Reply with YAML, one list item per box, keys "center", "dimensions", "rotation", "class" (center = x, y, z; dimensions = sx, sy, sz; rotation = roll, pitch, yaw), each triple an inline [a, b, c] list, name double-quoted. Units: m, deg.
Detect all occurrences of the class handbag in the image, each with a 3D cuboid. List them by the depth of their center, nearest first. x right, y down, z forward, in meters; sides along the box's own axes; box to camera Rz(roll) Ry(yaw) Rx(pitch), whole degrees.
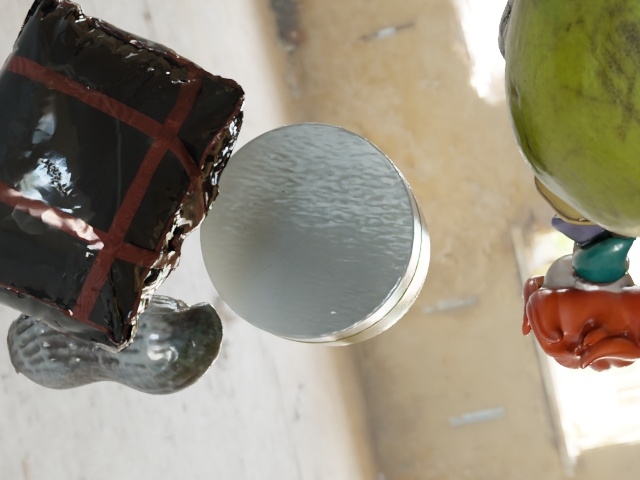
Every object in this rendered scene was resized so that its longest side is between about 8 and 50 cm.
- center: [-0.160, -0.041, 0.928]
  dimensions: [0.215, 0.169, 0.155]
  rotation: [-63, -178, -6]
  class: "handbag"

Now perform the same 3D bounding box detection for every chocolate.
- center: [-0.217, 0.111, 1.424]
  dimensions: [0.110, 0.248, 0.110]
  rotation: [-3, 90, -65]
  class: "chocolate"

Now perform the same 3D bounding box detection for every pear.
- center: [0.275, -0.164, 1.032]
  dimensions: [0.287, 0.287, 0.375]
  rotation: [-85, 165, -54]
  class: "pear"

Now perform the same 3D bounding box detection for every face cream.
- center: [0.000, 0.000, 1.411]
  dimensions: [0.179, 0.218, 0.218]
  rotation: [35, 43, -78]
  class: "face cream"

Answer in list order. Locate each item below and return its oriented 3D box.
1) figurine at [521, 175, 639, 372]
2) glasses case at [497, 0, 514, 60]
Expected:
- center: [0.305, 0.046, 1.514]
  dimensions: [0.208, 0.181, 0.257]
  rotation: [44, -34, 41]
  class: "figurine"
- center: [0.262, -0.291, 1.235]
  dimensions: [0.075, 0.314, 0.122]
  rotation: [25, 19, -20]
  class: "glasses case"
